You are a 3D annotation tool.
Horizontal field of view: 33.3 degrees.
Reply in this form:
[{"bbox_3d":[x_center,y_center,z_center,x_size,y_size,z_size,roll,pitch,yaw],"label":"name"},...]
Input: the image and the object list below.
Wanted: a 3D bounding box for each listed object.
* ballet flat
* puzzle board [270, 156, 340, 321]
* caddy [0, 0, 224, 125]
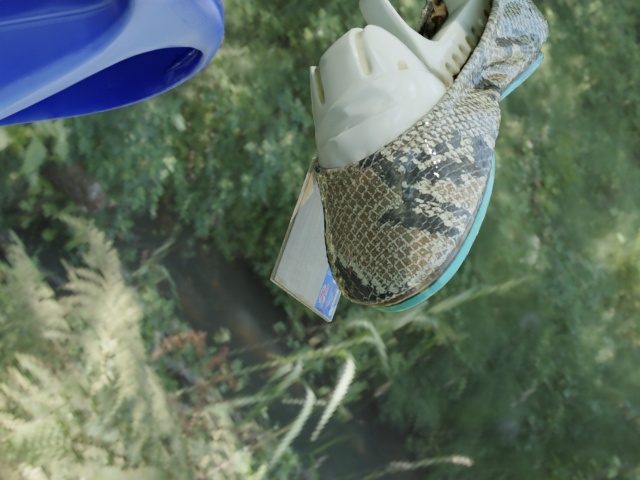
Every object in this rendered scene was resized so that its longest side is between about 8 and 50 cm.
[{"bbox_3d":[0.083,-0.138,0.949,0.182,0.164,0.483,56,36,-19],"label":"ballet flat"},{"bbox_3d":[0.000,0.000,1.012,0.096,0.011,0.128,40,61,-45],"label":"puzzle board"},{"bbox_3d":[-0.214,-0.118,0.484,0.241,0.341,0.179,29,55,-75],"label":"caddy"}]
